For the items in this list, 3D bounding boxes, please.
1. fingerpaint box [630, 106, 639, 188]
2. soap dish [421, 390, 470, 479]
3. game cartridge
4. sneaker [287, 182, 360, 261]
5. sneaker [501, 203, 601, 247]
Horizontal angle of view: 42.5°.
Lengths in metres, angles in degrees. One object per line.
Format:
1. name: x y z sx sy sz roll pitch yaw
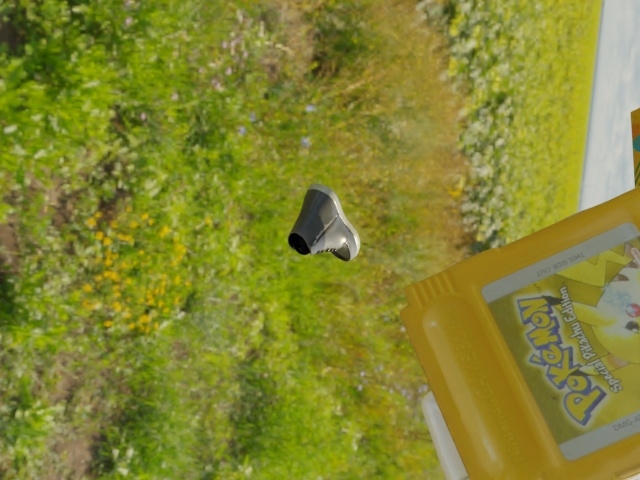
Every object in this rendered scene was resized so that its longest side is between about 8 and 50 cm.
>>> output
1. fingerpaint box: 0.742 -0.011 1.434 0.445 0.163 0.371 33 50 -27
2. soap dish: 0.340 0.331 1.547 0.118 0.291 0.229 16 43 -39
3. game cartridge: 0.275 0.118 0.885 0.053 0.324 0.285 63 5 -62
4. sneaker: 0.000 0.000 1.573 0.118 0.083 0.222 -60 146 -23
5. sneaker: 0.441 0.091 1.581 0.210 0.366 0.137 63 17 -2
